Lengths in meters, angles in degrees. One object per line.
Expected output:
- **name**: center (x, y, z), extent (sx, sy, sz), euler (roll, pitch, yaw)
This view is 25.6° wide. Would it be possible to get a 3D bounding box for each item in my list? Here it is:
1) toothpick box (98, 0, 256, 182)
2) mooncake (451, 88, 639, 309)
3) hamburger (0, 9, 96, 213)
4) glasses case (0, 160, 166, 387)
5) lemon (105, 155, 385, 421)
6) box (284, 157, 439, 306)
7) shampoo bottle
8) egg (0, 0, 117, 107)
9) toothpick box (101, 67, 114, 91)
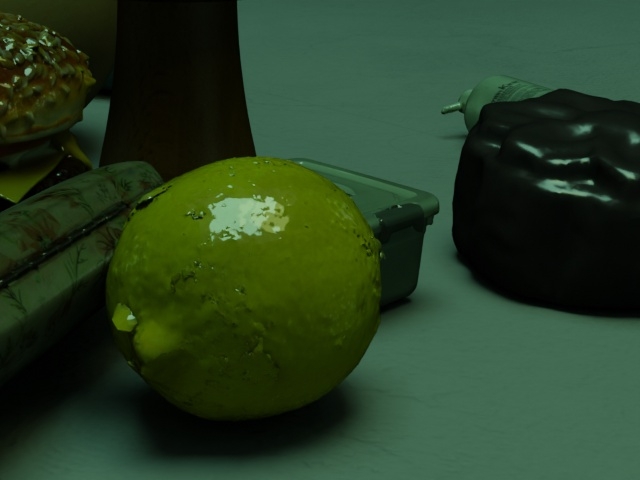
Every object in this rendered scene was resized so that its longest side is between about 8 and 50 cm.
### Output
- **toothpick box**: center (-0.131, -0.162, 1.298), extent (0.192, 0.294, 0.192), euler (1, 19, 0)
- **mooncake**: center (0.256, -0.043, 1.218), extent (0.283, 0.141, 0.283), euler (2, 21, -1)
- **hamburger**: center (-0.326, -0.087, 1.181), extent (0.291, 0.225, 0.291), euler (4, 19, -1)
- **glasses case**: center (-0.222, 0.045, 0.918), extent (0.156, 0.098, 0.425), euler (-38, 3, 25)
- **lemon**: center (-0.051, 0.033, 0.918), extent (0.173, 0.174, 0.206), euler (16, 28, 36)
- **box**: center (0.000, 0.000, 1.142), extent (0.172, 0.093, 0.124), euler (18, 25, 40)
- **shampoo bottle**: center (0.235, -0.128, 1.551), extent (0.085, 0.085, 0.262), euler (-9, 21, -27)
- **egg**: center (-0.389, -0.236, 1.490), extent (0.374, 0.301, 0.301), euler (-14, 24, -31)
- **toothpick box**: center (-0.234, -0.247, 1.824), extent (0.184, 0.120, 0.120), euler (12, 21, 19)
